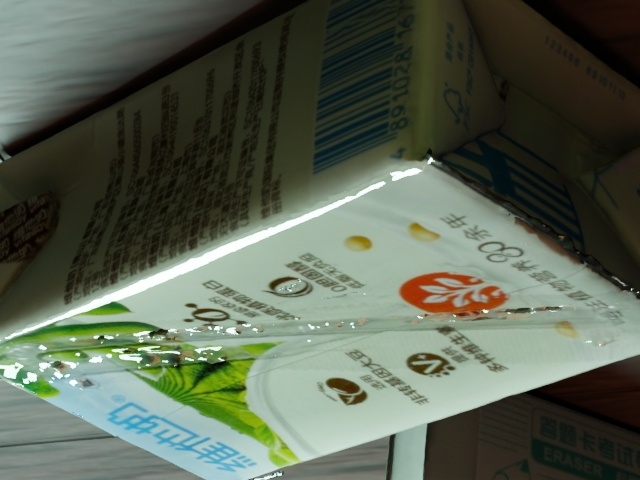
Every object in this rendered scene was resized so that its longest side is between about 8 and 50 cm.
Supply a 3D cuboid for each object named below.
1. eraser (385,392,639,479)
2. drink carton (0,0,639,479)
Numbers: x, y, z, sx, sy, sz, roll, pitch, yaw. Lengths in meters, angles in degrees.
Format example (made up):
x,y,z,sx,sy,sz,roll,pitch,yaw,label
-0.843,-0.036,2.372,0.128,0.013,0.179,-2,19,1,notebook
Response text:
x,y,z,sx,sy,sz,roll,pitch,yaw,label
0.149,0.154,1.216,0.225,0.095,0.052,21,148,-22,eraser
0.001,0.000,0.972,0.324,0.132,0.194,-23,138,39,drink carton
